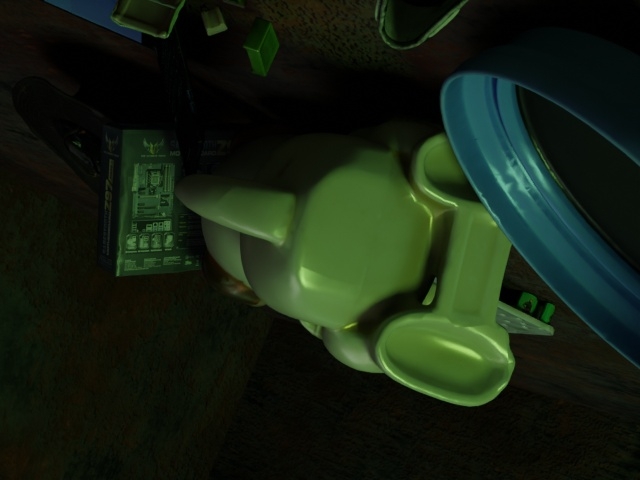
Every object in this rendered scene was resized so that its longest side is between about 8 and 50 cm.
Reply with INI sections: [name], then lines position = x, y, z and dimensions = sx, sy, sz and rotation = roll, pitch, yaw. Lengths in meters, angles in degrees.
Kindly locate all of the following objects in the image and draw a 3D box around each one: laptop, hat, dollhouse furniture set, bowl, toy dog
[laptop]
position = -0.224, -0.193, 1.214
dimensions = 0.136, 0.264, 0.234
rotation = -13, 175, -10
[hat]
position = -0.263, -0.140, 1.567
dimensions = 0.331, 0.134, 0.331
rotation = 32, 157, 15
[dollhouse furniture set]
position = -0.116, -0.212, 1.075
dimensions = 0.151, 0.076, 0.058
rotation = 20, 168, 9
[bowl]
position = 0.259, -0.011, 0.920
dimensions = 0.391, 0.077, 0.391
rotation = 48, 172, 9
[toy dog]
position = 0.000, 0.000, 1.252
dimensions = 0.395, 0.284, 0.408
rotation = 1, -173, -23

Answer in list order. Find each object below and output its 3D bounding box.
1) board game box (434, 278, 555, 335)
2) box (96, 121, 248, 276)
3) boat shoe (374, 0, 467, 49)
[board game box]
position = 0.151, 0.059, 1.921
dimensions = 0.390, 0.050, 0.390
rotation = 26, 168, -19
[box]
position = -0.164, -0.055, 1.417
dimensions = 0.232, 0.183, 0.059
rotation = -5, -164, -37
[boat shoe]
position = 0.088, -0.193, 0.725
dimensions = 0.078, 0.070, 0.219
rotation = 19, 160, -5
